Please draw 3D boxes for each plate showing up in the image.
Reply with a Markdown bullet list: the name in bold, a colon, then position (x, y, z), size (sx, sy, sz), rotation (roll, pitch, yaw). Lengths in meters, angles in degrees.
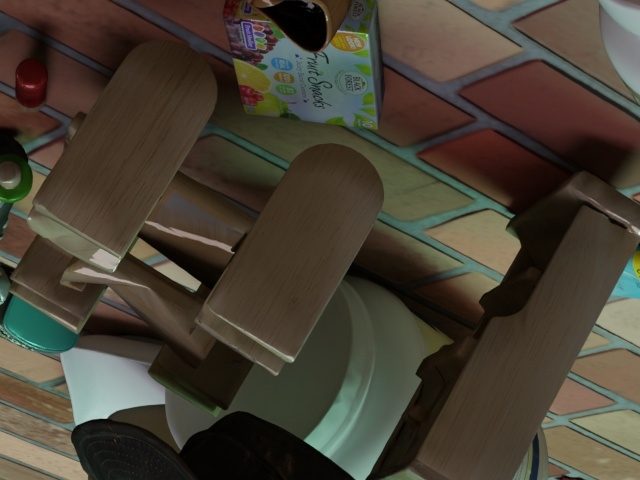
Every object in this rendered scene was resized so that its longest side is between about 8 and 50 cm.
- **plate**: position (-0.129, 0.167, 2.048), size (0.277, 0.045, 0.278), rotation (10, 156, 1)

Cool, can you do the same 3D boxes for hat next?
- **hat**: position (-0.033, 0.225, 1.467), size (0.331, 0.134, 0.331), rotation (37, 154, 22)

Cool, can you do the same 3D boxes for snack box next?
- **snack box**: position (-0.009, -0.128, 1.338), size (0.100, 0.037, 0.141), rotation (6, 157, 8)

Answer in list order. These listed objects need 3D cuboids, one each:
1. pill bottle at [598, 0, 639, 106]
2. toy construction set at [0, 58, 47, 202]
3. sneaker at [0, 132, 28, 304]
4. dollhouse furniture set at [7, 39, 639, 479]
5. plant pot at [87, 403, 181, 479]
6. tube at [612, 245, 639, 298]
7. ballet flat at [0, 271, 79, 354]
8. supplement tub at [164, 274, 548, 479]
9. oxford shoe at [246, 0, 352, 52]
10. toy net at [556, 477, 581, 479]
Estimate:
- **pill bottle**: position (0.250, -0.115, 1.112), size (0.153, 0.153, 0.264), rotation (-3, 152, 30)
- **toy construction set**: position (-0.359, -0.070, 1.476), size (0.308, 0.258, 0.237), rotation (-10, 177, -9)
- **sneaker**: position (-0.297, 0.001, 1.651), size (0.228, 0.086, 0.132), rotation (-43, 146, 22)
- **dollhouse furniture set**: position (0.000, 0.000, 1.433), size (0.394, 0.256, 0.362), rotation (32, 164, -3)
- **plant pot**: position (-0.084, 0.286, 1.941), size (0.191, 0.284, 0.284), rotation (-15, 149, 16)
- **tube**: position (0.311, 0.029, 1.549), size (0.207, 0.052, 0.080), rotation (3, 145, 31)
- **ballet flat**: position (-0.316, 0.054, 1.872), size (0.070, 0.070, 0.188), rotation (-12, 146, 42)
- **supplement tub**: position (0.036, 0.172, 1.749), size (0.235, 0.235, 0.325), rotation (-7, 151, 35)
- **oxford shoe**: position (-0.035, -0.188, 1.173), size (0.076, 0.076, 0.212), rotation (-2, 152, 31)
- **toy net**: position (0.219, 0.280, 2.147), size (0.122, 0.045, 0.232), rotation (-13, 147, 44)
